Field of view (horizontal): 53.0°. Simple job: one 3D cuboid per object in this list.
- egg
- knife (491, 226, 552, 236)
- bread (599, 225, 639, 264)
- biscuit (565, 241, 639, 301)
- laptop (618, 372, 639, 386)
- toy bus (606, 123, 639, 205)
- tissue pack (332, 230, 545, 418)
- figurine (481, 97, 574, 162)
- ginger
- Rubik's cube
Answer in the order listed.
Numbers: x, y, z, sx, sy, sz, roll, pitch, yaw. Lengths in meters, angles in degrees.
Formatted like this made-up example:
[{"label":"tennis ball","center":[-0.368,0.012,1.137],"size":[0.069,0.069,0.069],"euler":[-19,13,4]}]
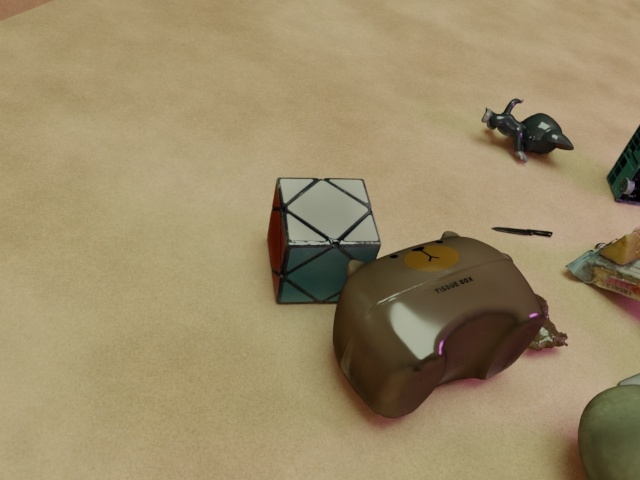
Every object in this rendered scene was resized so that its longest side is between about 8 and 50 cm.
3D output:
[{"label":"egg","center":[0.626,0.415,1.142],"size":[0.258,0.258,0.352],"euler":[-20,53,-28]},{"label":"knife","center":[0.534,-0.024,1.694],"size":[0.170,0.010,0.023],"euler":[6,41,-6]},{"label":"bread","center":[0.726,-0.003,1.542],"size":[0.084,0.109,0.080],"euler":[-24,38,-17]},{"label":"biscuit","center":[0.784,0.086,1.559],"size":[0.186,0.079,0.309],"euler":[-28,35,-37]},{"label":"laptop","center":[0.787,0.388,1.368],"size":[0.187,0.015,0.269],"euler":[-13,52,-23]},{"label":"toy bus","center":[0.932,-0.232,1.811],"size":[0.128,0.256,0.147],"euler":[8,44,-6]},{"label":"tissue pack","center":[0.215,0.153,1.277],"size":[0.387,0.267,0.277],"euler":[-16,51,-24]},{"label":"figurine","center":[0.605,-0.344,1.923],"size":[0.265,0.140,0.193],"euler":[33,26,-13]},{"label":"ginger","center":[0.463,0.128,1.485],"size":[0.122,0.084,0.290],"euler":[-12,51,-14]},{"label":"Rubik's cube","center":[0.000,0.000,1.413],"size":[0.205,0.205,0.207],"euler":[-1,47,-14]}]
